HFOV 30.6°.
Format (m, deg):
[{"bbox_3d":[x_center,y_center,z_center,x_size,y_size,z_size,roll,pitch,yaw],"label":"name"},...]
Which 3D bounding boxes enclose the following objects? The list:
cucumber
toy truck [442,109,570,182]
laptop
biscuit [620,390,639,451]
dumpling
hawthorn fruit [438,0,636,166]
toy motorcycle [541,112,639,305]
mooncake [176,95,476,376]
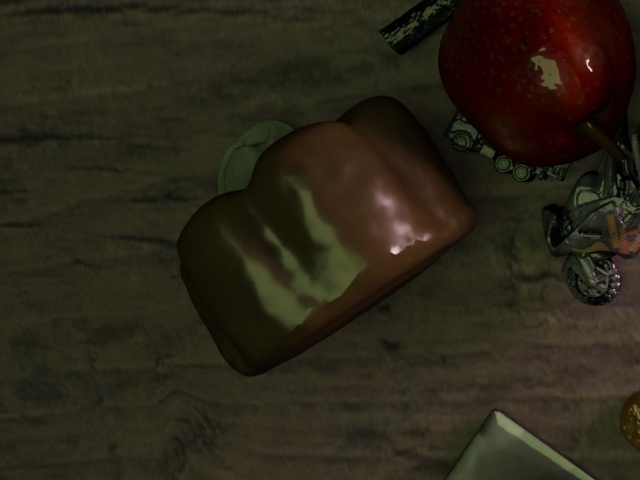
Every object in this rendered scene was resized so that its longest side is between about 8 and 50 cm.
[{"bbox_3d":[0.194,-0.380,1.869,0.214,0.058,0.052,-35,50,19],"label":"cucumber"},{"bbox_3d":[0.299,-0.151,1.853,0.201,0.074,0.088,28,102,15],"label":"toy truck"},{"bbox_3d":[0.351,0.428,1.947,0.269,0.015,0.188,35,109,13],"label":"laptop"},{"bbox_3d":[0.584,0.330,1.836,0.247,0.029,0.118,39,110,12],"label":"biscuit"},{"bbox_3d":[-0.119,-0.115,2.001,0.152,0.108,0.219,40,107,11],"label":"dumpling"},{"bbox_3d":[0.339,-0.239,1.687,0.285,0.284,0.369,-46,49,20],"label":"hawthorn fruit"},{"bbox_3d":[0.442,-0.050,1.792,0.173,0.108,0.307,32,113,13],"label":"toy motorcycle"},{"bbox_3d":[0.000,0.000,1.789,0.467,0.467,0.262,-39,83,21],"label":"mooncake"}]
